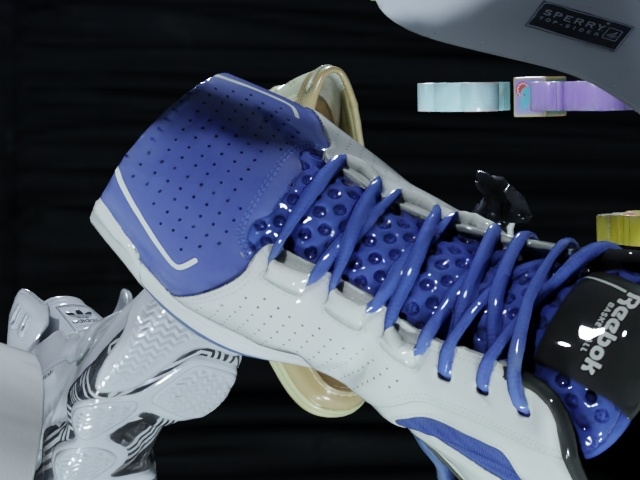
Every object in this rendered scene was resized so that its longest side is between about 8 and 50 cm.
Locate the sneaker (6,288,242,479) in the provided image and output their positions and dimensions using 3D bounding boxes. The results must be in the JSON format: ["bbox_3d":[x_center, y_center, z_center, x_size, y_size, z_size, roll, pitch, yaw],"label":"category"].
[{"bbox_3d":[-0.195,0.099,1.582,0.366,0.137,0.210,-59,42,42],"label":"sneaker"}]

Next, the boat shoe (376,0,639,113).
[{"bbox_3d":[0.143,-0.123,0.845,0.096,0.267,0.088,124,152,-48],"label":"boat shoe"}]

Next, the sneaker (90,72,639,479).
[{"bbox_3d":[0.067,0.028,0.750,0.127,0.315,0.182,-53,5,-24],"label":"sneaker"}]

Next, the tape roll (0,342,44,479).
[{"bbox_3d":[-0.312,0.169,1.197,0.246,0.169,0.246,-51,27,40],"label":"tape roll"}]

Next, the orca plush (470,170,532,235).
[{"bbox_3d":[0.151,0.085,1.654,0.102,0.151,0.287,-39,-27,-42],"label":"orca plush"}]

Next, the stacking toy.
[{"bbox_3d":[0.111,-0.080,0.980,0.221,0.052,0.167,1,95,42],"label":"stacking toy"}]

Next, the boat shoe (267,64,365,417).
[{"bbox_3d":[0.000,0.000,1.416,0.089,0.104,0.285,-25,72,55],"label":"boat shoe"}]
